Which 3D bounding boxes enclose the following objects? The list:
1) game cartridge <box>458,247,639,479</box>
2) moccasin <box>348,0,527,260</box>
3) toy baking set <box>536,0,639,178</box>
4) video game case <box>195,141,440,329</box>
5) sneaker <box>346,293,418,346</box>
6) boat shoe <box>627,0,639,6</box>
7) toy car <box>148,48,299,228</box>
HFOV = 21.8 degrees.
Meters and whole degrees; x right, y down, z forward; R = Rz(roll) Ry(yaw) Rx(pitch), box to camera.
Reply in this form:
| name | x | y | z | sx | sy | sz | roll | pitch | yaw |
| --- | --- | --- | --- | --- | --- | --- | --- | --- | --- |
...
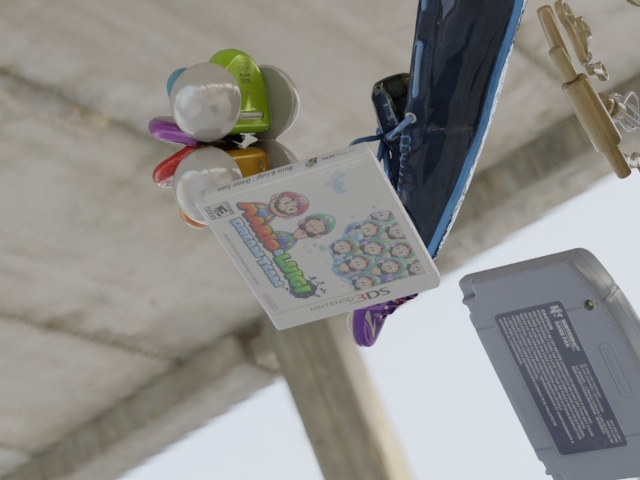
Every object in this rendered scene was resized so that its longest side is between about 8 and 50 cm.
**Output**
| name | x | y | z | sx | sy | sz | roll | pitch | yaw |
| --- | --- | --- | --- | --- | --- | --- | --- | --- | --- |
| game cartridge | 0.304 | 0.152 | 1.969 | 0.196 | 0.294 | 0.060 | -13 | 19 | 43 |
| moccasin | 0.103 | -0.130 | 1.542 | 0.138 | 0.117 | 0.342 | -56 | -17 | -70 |
| toy baking set | 0.308 | -0.155 | 1.789 | 0.030 | 0.256 | 0.197 | -24 | 17 | 26 |
| video game case | 0.000 | 0.000 | 1.292 | 0.143 | 0.019 | 0.157 | -16 | -48 | 17 |
| sneaker | 0.090 | 0.061 | 2.057 | 0.068 | 0.071 | 0.170 | 10 | -71 | -60 |
| boat shoe | 0.333 | -0.240 | 1.428 | 0.152 | 0.056 | 0.049 | -20 | -9 | -9 |
| toy car | -0.107 | -0.097 | 1.640 | 0.136 | 0.182 | 0.159 | 1 | 6 | 32 |
